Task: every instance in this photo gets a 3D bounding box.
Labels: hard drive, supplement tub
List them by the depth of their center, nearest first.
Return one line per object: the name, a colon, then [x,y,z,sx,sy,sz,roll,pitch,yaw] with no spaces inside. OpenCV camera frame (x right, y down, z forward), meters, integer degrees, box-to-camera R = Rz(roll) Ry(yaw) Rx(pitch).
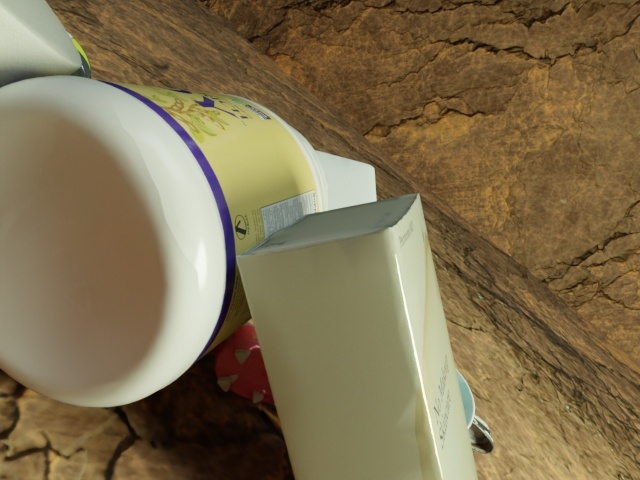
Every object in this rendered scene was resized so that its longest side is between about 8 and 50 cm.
supplement tub: [-0.135,-0.022,0.510,0.241,0.241,0.331,40,21,6]
hard drive: [-0.010,-0.035,0.827,0.203,0.040,0.307,13,43,-10]

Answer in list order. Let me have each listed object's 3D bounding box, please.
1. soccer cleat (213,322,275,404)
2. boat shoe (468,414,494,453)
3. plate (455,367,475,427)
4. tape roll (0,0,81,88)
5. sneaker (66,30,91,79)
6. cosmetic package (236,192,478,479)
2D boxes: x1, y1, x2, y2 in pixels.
soccer cleat: [-0.001,0.161,0.574,0.248,0.083,0.095,30,17,-12]
boat shoe: [0.191,0.254,0.735,0.125,0.046,0.038,40,14,-18]
plate: [0.110,0.193,0.701,0.188,0.024,0.188,14,29,-8]
tape roll: [-0.334,-0.266,0.369,0.392,0.072,0.392,51,-2,3]
sneaker: [-0.467,-0.266,0.715,0.300,0.111,0.121,15,39,-34]
cosmetic package: [0.049,0.131,0.428,0.160,0.113,0.309,-41,120,-68]
